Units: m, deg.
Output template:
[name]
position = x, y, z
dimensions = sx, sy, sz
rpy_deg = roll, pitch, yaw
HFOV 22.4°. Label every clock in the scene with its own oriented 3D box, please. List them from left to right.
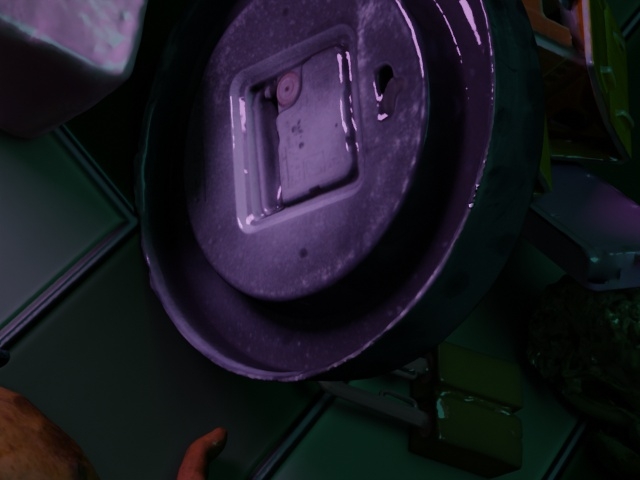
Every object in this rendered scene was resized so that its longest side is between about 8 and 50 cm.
[clock]
position = 0.005, -0.077, 1.248
dimensions = 0.076, 0.386, 0.386
rpy_deg = 12, 60, -44

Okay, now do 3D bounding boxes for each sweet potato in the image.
[sweet potato]
position = -0.103, 0.213, 1.233
dimensions = 0.044, 0.044, 0.179
rpy_deg = 32, 50, -24

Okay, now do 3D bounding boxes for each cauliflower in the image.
[cauliflower]
position = 0.339, 0.122, 1.563
dimensions = 0.272, 0.275, 0.250
rpy_deg = 6, 96, -58

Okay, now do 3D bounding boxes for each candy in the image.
[candy]
position = -0.240, -0.276, 1.307
dimensions = 0.208, 0.145, 0.358
rpy_deg = 26, 52, -27

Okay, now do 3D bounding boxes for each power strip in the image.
[power strip]
position = 0.244, -0.020, 1.525
dimensions = 0.109, 0.279, 0.037
rpy_deg = -6, 112, -17

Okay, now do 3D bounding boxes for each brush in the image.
[brush]
position = 0.079, 0.133, 1.433
dimensions = 0.233, 0.047, 0.103
rpy_deg = 20, 56, -30

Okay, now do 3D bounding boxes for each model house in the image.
[model house]
position = 0.214, -0.184, 1.509
dimensions = 0.324, 0.340, 0.300
rpy_deg = 20, 53, -30

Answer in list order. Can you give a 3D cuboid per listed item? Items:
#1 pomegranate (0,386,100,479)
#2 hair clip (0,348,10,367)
[pomegranate]
position = -0.244, 0.213, 0.959
dimensions = 0.281, 0.281, 0.281
rpy_deg = 20, 56, -32
[hair clip]
position = -0.327, 0.043, 1.140
dimensions = 0.229, 0.039, 0.070
rpy_deg = 37, 47, -14
